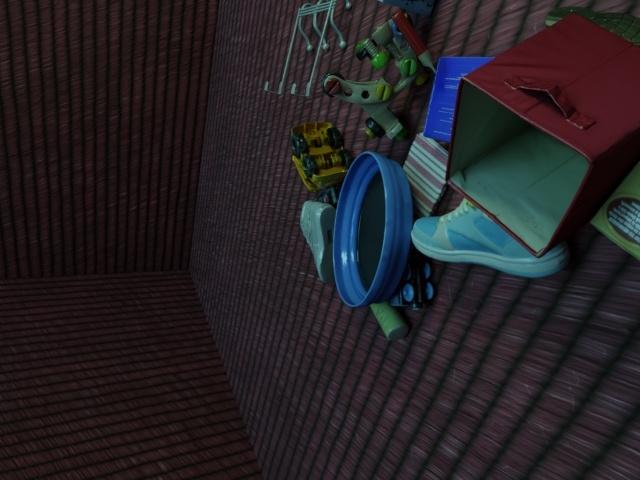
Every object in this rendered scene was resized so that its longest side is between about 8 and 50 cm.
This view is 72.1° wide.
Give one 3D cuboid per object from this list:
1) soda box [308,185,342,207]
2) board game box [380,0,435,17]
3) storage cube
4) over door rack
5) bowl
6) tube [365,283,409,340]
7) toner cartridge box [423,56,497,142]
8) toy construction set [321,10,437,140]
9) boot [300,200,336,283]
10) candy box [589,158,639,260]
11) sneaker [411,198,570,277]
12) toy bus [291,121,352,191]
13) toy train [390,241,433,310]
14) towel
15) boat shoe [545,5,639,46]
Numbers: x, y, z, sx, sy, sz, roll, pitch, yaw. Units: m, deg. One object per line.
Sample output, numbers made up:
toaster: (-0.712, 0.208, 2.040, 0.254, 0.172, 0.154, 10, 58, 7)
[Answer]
soda box: (0.028, -0.125, 1.392, 0.169, 0.060, 0.053, -22, 78, 60)
board game box: (0.205, -0.668, 0.961, 0.142, 0.144, 0.276, 57, 137, 44)
storage cube: (0.301, -0.132, 0.559, 0.184, 0.193, 0.215, 50, 165, 31)
over door rack: (-0.034, -0.602, 1.405, 0.239, 0.108, 0.325, 32, 99, 56)
bowl: (0.123, -0.024, 1.121, 0.391, 0.077, 0.392, -174, 90, -76)
tube: (0.156, 0.160, 1.183, 0.070, 0.062, 0.240, -35, 44, 9)
toner cartridge box: (0.343, -0.244, 0.805, 0.348, 0.075, 0.165, 38, 125, 55)
toy construction set: (0.173, -0.360, 1.006, 0.237, 0.257, 0.309, 48, 176, -16)
boot: (0.000, 0.000, 1.386, 0.123, 0.095, 0.259, 24, 122, 53)
candy box: (0.469, -0.121, 0.471, 0.088, 0.182, 0.317, 58, 139, 40)
sneaker: (0.285, -0.064, 0.809, 0.318, 0.127, 0.208, 11, 126, 52)
toy bus: (-0.008, -0.229, 1.387, 0.212, 0.149, 0.220, 106, 146, -52)
toy train: (0.212, 0.075, 1.057, 0.105, 0.080, 0.184, 161, 106, -67)
towel: (0.244, -0.138, 1.041, 0.144, 0.029, 0.197, 57, 141, 43)
boat shoe: (0.425, -0.313, 0.679, 0.178, 0.064, 0.060, 54, 167, 48)
